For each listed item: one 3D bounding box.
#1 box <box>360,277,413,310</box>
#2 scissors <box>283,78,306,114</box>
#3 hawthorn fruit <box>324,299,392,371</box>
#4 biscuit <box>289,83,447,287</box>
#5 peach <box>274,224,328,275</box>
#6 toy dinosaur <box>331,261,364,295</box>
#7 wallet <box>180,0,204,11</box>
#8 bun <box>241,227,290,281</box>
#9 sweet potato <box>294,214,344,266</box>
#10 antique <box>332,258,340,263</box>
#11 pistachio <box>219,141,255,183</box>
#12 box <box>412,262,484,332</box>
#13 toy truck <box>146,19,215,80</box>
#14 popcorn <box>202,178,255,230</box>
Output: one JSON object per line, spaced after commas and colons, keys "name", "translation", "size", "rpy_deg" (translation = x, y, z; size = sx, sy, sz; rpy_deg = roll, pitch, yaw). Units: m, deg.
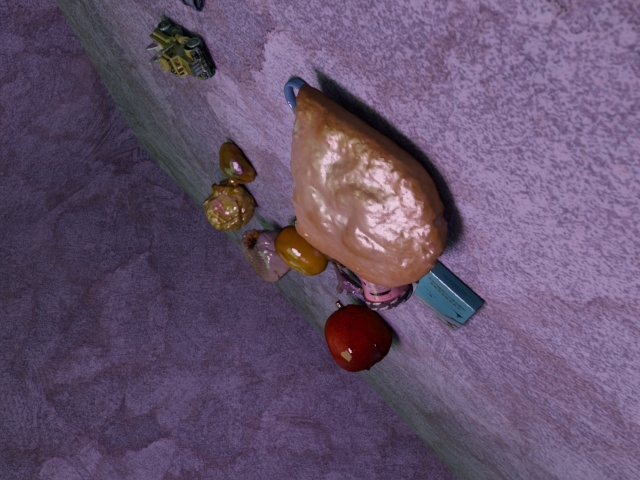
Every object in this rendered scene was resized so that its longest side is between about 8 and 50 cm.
{"name": "box", "translation": [0.181, 0.108, 1.461], "size": [0.151, 0.151, 0.135], "rpy_deg": [24, 144, 57]}
{"name": "scissors", "translation": [-0.012, -0.243, 1.346], "size": [0.192, 0.029, 0.447], "rpy_deg": [44, 164, 20]}
{"name": "hawthorn fruit", "translation": [0.142, 0.389, 2.070], "size": [0.307, 0.265, 0.265], "rpy_deg": [54, 166, 10]}
{"name": "biscuit", "translation": [0.084, -0.072, 1.161], "size": [0.446, 0.104, 0.429], "rpy_deg": [38, 142, 19]}
{"name": "peach", "translation": [-0.075, 0.041, 2.011], "size": [0.251, 0.153, 0.251], "rpy_deg": [31, 170, 6]}
{"name": "toy dinosaur", "translation": [0.098, 0.145, 1.886], "size": [0.251, 0.072, 0.199], "rpy_deg": [49, 162, -18]}
{"name": "wallet", "translation": [-0.417, -0.733, 1.197], "size": [0.342, 0.075, 0.237], "rpy_deg": [47, 168, 4]}
{"name": "bun", "translation": [-0.220, 0.055, 2.332], "size": [0.281, 0.204, 0.282], "rpy_deg": [44, 151, 32]}
{"name": "sweet potato", "translation": [0.000, 0.000, 1.835], "size": [0.273, 0.075, 0.075], "rpy_deg": [49, 165, -12]}
{"name": "antique", "translation": [0.063, -0.015, 1.529], "size": [0.257, 0.121, 0.143], "rpy_deg": [55, 161, -26]}
{"name": "pistachio", "translation": [-0.337, -0.296, 1.974], "size": [0.189, 0.110, 0.100], "rpy_deg": [55, -165, -24]}
{"name": "box", "translation": [0.333, 0.154, 1.337], "size": [0.162, 0.041, 0.229], "rpy_deg": [44, 164, 18]}
{"name": "toy truck", "translation": [-0.445, -0.569, 1.551], "size": [0.259, 0.135, 0.128], "rpy_deg": [34, 160, 32]}
{"name": "popcorn", "translation": [-0.422, -0.170, 2.341], "size": [0.259, 0.259, 0.212], "rpy_deg": [49, 180, -1]}
